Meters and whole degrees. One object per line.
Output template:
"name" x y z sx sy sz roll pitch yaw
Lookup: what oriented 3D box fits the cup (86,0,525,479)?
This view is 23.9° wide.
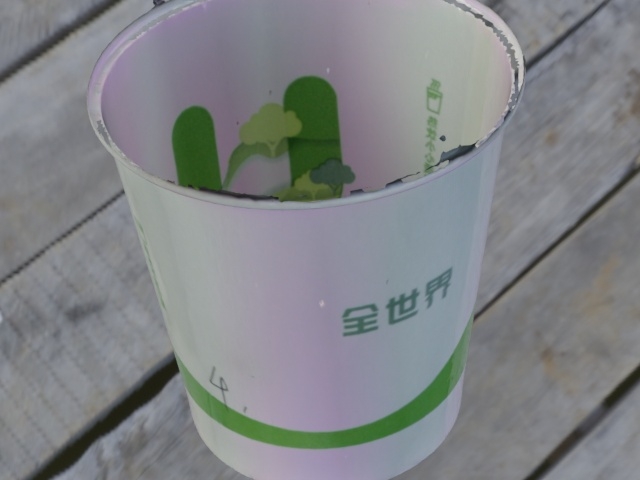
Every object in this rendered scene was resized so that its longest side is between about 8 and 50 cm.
"cup" 0.000 0.000 0.946 0.253 0.274 0.253 -3 38 3
